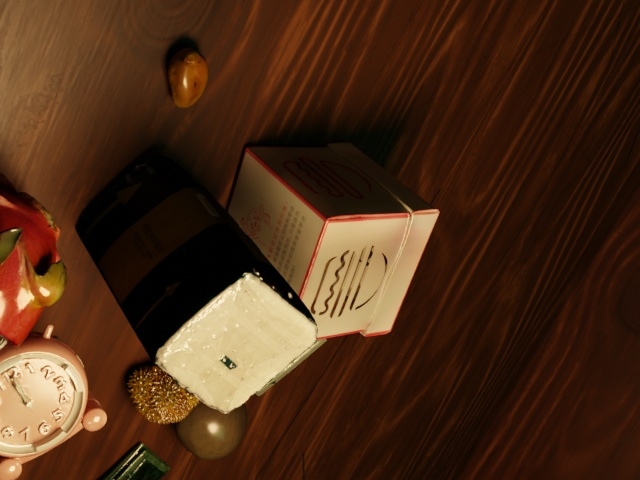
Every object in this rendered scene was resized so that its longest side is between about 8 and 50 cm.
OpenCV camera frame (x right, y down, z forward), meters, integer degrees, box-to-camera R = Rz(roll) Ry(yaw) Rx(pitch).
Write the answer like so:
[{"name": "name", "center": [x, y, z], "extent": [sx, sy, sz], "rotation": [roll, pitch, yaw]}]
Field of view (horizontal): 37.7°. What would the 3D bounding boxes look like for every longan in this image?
[{"name": "longan", "center": [-0.253, 0.423, 2.175], "extent": [0.189, 0.189, 0.189], "rotation": [-25, 135, -27]}]

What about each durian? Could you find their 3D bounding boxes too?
[{"name": "durian", "center": [-0.334, 0.328, 2.051], "extent": [0.158, 0.137, 0.168], "rotation": [-19, 127, -3]}]

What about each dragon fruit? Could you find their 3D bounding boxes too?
[{"name": "dragon fruit", "center": [-0.532, 0.006, 1.489], "extent": [0.225, 0.305, 0.305], "rotation": [-54, 144, -19]}]

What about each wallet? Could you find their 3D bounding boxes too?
[{"name": "wallet", "center": [-0.468, 0.592, 2.202], "extent": [0.236, 0.055, 0.160], "rotation": [-42, 147, -10]}]

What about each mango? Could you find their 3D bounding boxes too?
[{"name": "mango", "center": [-0.240, -0.290, 1.689], "extent": [0.080, 0.060, 0.114], "rotation": [-26, 136, -49]}]

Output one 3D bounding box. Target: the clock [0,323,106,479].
[{"name": "clock", "center": [-0.532, 0.264, 1.665], "extent": [0.227, 0.142, 0.241], "rotation": [-31, 122, -19]}]

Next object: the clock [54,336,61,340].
[{"name": "clock", "center": [-0.628, 0.270, 1.756], "extent": [0.255, 0.106, 0.219], "rotation": [24, 102, -45]}]

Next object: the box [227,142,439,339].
[{"name": "box", "center": [0.000, 0.000, 1.950], "extent": [0.300, 0.312, 0.314], "rotation": [-5, 125, -40]}]

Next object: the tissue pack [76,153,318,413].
[{"name": "tissue pack", "center": [-0.233, 0.068, 1.701], "extent": [0.253, 0.416, 0.264], "rotation": [-42, 137, -2]}]

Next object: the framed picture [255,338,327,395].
[{"name": "framed picture", "center": [-0.131, 0.222, 2.167], "extent": [0.216, 0.016, 0.273], "rotation": [-39, 129, -4]}]
